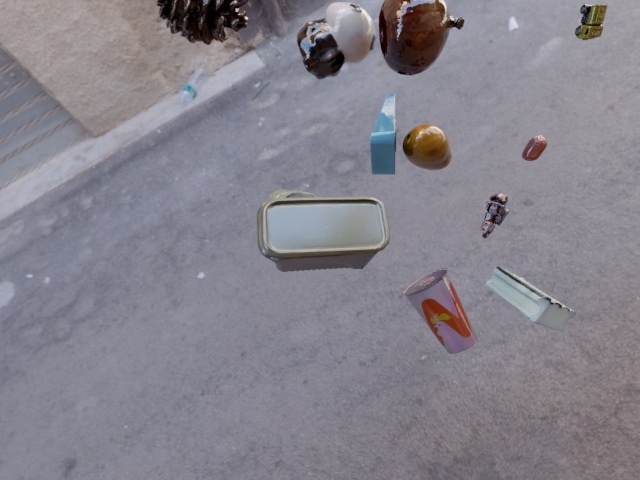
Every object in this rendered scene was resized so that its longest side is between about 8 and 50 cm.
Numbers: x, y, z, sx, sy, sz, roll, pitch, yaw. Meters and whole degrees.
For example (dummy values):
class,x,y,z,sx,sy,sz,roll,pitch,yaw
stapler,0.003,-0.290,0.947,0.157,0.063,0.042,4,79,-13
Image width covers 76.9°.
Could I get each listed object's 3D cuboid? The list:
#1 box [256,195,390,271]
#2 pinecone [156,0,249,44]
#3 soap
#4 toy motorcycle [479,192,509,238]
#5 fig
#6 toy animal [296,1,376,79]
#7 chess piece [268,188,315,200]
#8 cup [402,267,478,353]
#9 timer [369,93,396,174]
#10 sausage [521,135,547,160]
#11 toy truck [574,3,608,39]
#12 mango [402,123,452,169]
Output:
class,x,y,z,sx,sy,sz,roll,pitch,yaw
box,0.000,0.000,0.898,0.275,0.178,0.138,-2,68,-7
pinecone,-0.273,-0.548,0.937,0.179,0.205,0.184,-59,29,21
soap,0.691,0.192,1.355,0.094,0.150,0.261,-61,20,11
toy motorcycle,0.745,-0.113,1.729,0.082,0.122,0.213,24,84,40
fig,0.264,-0.593,1.136,0.215,0.234,0.235,-22,47,-22
toy animal,0.058,-0.709,1.422,0.267,0.212,0.212,-24,50,15
chess piece,-0.094,-0.091,1.171,0.133,0.133,0.243,-39,24,-8
cup,0.475,0.278,1.560,0.203,0.203,0.288,-31,90,-1
timer,0.251,-0.407,1.560,0.092,0.231,0.249,3,62,13
sausage,0.756,-0.325,1.426,0.054,0.094,0.059,16,28,-15
toy truck,0.703,-0.565,1.044,0.049,0.083,0.054,-6,28,-8
mango,0.414,-0.354,1.576,0.176,0.254,0.139,15,79,28
